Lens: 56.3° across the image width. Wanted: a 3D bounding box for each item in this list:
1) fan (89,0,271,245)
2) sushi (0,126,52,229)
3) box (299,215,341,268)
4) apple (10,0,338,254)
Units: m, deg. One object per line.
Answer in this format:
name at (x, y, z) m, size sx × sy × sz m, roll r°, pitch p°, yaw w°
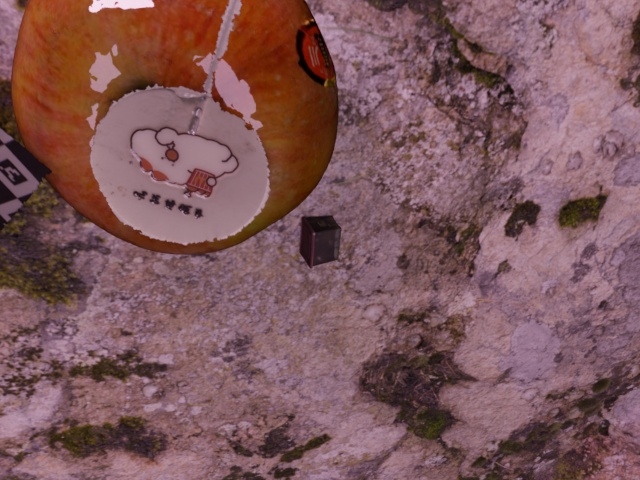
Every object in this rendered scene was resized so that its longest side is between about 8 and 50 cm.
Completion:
fan at (-0.122, -0.127, 0.603) m, size 0.191 × 0.009 × 0.329 m, roll 19°, pitch 122°, yaw -11°
sushi at (-0.492, -0.156, 0.726) m, size 0.339 × 0.068 × 0.320 m, roll 44°, pitch 137°, yaw -17°
box at (0.000, 0.000, 1.114) m, size 0.063 × 0.060 × 0.084 m, roll -10°, pitch 126°, yaw -22°
apple at (-0.168, -0.184, 0.769) m, size 0.401 × 0.333 × 0.399 m, roll 1°, pitch 117°, yaw 1°
